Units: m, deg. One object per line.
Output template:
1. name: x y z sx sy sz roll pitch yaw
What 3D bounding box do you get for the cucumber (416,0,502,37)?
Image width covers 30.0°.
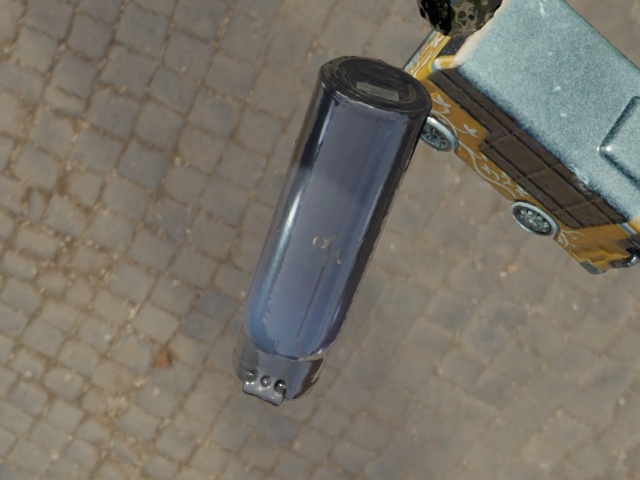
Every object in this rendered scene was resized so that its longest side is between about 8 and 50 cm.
1. cucumber: 0.083 -0.196 0.601 0.067 0.067 0.245 13 134 3

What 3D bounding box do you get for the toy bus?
1. toy bus: 0.251 -0.121 1.269 0.323 0.162 0.194 40 162 -8

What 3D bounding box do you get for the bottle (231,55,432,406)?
1. bottle: 0.000 0.000 0.780 0.072 0.082 0.244 20 121 1
